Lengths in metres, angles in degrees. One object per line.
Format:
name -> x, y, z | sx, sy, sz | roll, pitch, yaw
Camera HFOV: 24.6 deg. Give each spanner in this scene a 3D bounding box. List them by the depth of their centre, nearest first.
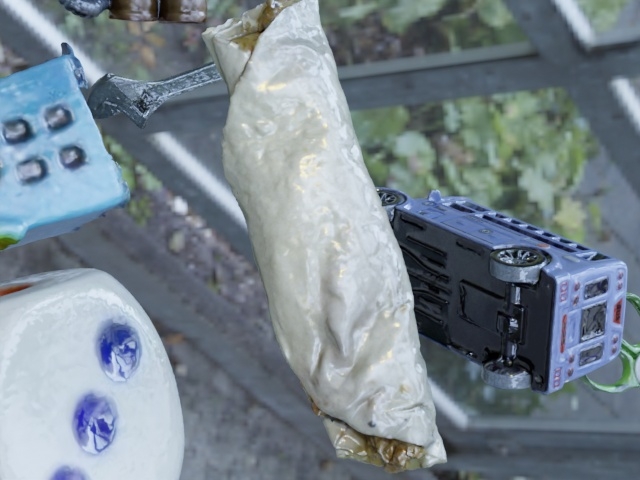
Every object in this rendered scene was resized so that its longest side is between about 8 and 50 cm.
spanner -> -0.169, -0.226, 2.008 | 0.026, 0.325, 0.093 | -105, 175, -59

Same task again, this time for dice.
dice -> -0.347, 0.206, 1.694 | 0.277, 0.304, 0.304 | -20, 100, -45

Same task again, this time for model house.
model house -> -0.418, -0.074, 1.760 | 0.303, 0.237, 0.216 | -26, 94, -32

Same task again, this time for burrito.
burrito -> 0.000, 0.000, 1.158 | 0.076, 0.117, 0.392 | 156, -83, -85

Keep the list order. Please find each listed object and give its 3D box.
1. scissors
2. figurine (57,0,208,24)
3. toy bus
scissors -> 0.336, 0.138, 1.433 | 0.204, 0.027, 0.101 | 37, 76, -19
figurine -> -0.167, -0.427, 1.588 | 0.261, 0.186, 0.382 | 0, 97, -19
toy bus -> 0.145, 0.034, 1.387 | 0.133, 0.292, 0.126 | -14, 115, -35
